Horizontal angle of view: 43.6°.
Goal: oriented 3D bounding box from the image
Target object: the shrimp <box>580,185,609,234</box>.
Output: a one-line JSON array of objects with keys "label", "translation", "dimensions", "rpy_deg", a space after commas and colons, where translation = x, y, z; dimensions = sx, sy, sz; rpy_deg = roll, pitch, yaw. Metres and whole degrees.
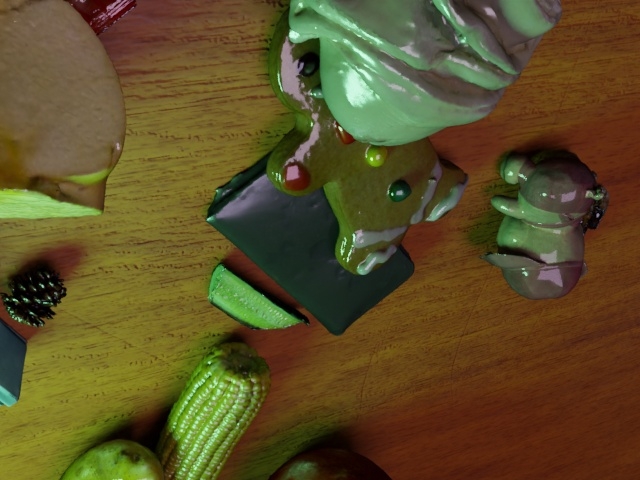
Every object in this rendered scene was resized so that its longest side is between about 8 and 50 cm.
[{"label": "shrimp", "translation": [0.506, -0.033, 1.519], "dimensions": [0.091, 0.034, 0.161], "rpy_deg": [-9, 129, -25]}]

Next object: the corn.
[{"label": "corn", "translation": [-0.194, 0.318, 1.328], "dimensions": [0.131, 0.131, 0.345], "rpy_deg": [9, 121, -35]}]

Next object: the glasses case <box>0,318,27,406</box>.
[{"label": "glasses case", "translation": [-0.479, 0.109, 1.016], "dimensions": [0.056, 0.105, 0.266], "rpy_deg": [-19, 136, 10]}]

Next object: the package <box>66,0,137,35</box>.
[{"label": "package", "translation": [-0.284, -0.299, 0.837], "dimensions": [0.083, 0.022, 0.200], "rpy_deg": [-38, 135, 2]}]

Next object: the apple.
[{"label": "apple", "translation": [-0.365, -0.118, 0.785], "dimensions": [0.309, 0.252, 0.314], "rpy_deg": [-2, 130, -44]}]

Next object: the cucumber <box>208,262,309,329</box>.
[{"label": "cucumber", "translation": [-0.107, 0.100, 1.261], "dimensions": [0.070, 0.046, 0.220], "rpy_deg": [-42, 134, 10]}]

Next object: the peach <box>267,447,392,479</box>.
[{"label": "peach", "translation": [0.012, 0.590, 1.542], "dimensions": [0.335, 0.310, 0.406], "rpy_deg": [-31, 122, -22]}]

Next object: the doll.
[{"label": "doll", "translation": [0.376, -0.022, 1.370], "dimensions": [0.196, 0.152, 0.256], "rpy_deg": [6, 112, 4]}]

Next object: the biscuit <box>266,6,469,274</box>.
[{"label": "biscuit", "translation": [0.061, -0.139, 1.108], "dimensions": [0.283, 0.064, 0.432], "rpy_deg": [-38, 131, -12]}]

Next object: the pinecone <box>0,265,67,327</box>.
[{"label": "pinecone", "translation": [-0.378, 0.072, 1.056], "dimensions": [0.077, 0.077, 0.083], "rpy_deg": [36, 86, -44]}]

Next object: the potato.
[{"label": "potato", "translation": [-0.357, 0.471, 1.320], "dimensions": [0.176, 0.195, 0.369], "rpy_deg": [-6, 131, -43]}]

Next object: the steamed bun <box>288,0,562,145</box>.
[{"label": "steamed bun", "translation": [0.144, -0.273, 0.931], "dimensions": [0.324, 0.219, 0.310], "rpy_deg": [-44, 127, -12]}]

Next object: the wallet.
[{"label": "wallet", "translation": [0.000, 0.000, 1.232], "dimensions": [0.197, 0.051, 0.377], "rpy_deg": [-40, 133, 5]}]
